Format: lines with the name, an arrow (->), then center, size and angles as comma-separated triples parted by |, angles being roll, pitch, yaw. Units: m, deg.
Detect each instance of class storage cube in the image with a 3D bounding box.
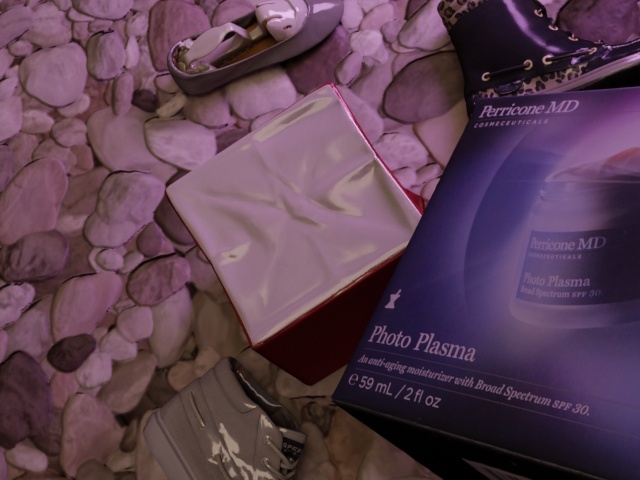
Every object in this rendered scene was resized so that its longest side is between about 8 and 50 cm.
storage cube -> 0.000, 0.000, 0.907 | 0.215, 0.193, 0.183 | -33, 67, 3

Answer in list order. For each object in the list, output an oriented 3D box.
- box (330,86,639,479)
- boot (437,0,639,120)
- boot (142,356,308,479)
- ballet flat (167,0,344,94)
box -> 0.210, 0.050, 0.695 | 0.296, 0.183, 0.294 | 5, 61, 51
boot -> 0.243, -0.210, 0.969 | 0.236, 0.085, 0.178 | -21, 67, 14
boot -> -0.057, 0.229, 0.895 | 0.123, 0.095, 0.258 | -43, 66, 5
ballet flat -> -0.074, -0.230, 1.070 | 0.213, 0.068, 0.072 | -26, 68, 5
